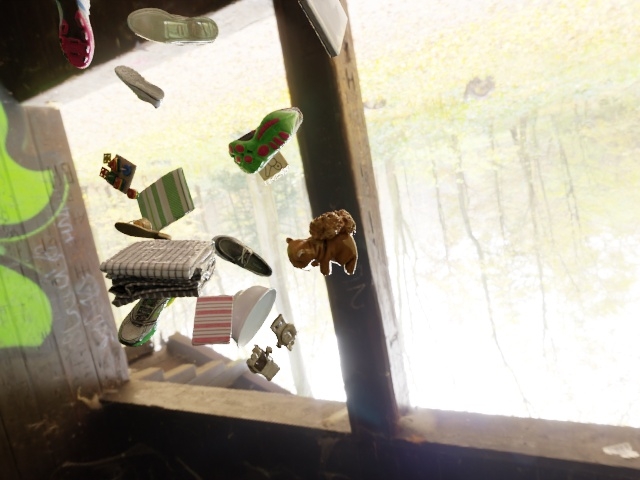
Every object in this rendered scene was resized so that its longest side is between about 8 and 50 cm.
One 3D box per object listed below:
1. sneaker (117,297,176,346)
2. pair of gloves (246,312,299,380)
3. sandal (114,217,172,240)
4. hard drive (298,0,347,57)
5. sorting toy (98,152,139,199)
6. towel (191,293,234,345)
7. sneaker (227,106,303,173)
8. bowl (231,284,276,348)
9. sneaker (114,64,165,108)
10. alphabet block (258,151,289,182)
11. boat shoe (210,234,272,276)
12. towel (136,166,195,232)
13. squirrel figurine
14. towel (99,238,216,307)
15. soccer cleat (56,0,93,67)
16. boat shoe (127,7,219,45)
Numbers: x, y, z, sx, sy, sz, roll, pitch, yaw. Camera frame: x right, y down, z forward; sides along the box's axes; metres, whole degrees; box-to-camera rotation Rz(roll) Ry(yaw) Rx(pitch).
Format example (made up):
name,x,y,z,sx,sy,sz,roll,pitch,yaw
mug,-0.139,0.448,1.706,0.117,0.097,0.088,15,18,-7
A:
name,x,y,z,sx,sy,sz,roll,pitch,yaw
sneaker,-0.680,0.255,1.595,0.134,0.146,0.344,23,-126,0
pair of gloves,-0.185,0.418,1.580,0.042,0.204,0.240,22,-111,39
sandal,-0.745,-0.056,1.711,0.240,0.079,0.088,23,139,-38
hard drive,0.000,-0.868,1.473,0.040,0.210,0.318,-1,155,30
sorting toy,-0.841,-0.280,1.669,0.274,0.132,0.046,30,-168,23
towel,-0.404,0.298,1.524,0.144,0.197,0.029,-1,149,-4
sneaker,-0.244,-0.443,1.811,0.482,0.185,0.202,-16,-157,46
bowl,-0.324,0.306,1.760,0.134,0.298,0.298,28,-161,13
sneaker,-0.829,-0.693,1.836,0.095,0.235,0.090,-33,-154,50
alphabet block,-0.321,-0.484,2.522,0.192,0.197,0.193,-33,-179,-1
boat shoe,-0.360,0.071,1.917,0.335,0.121,0.119,32,165,-30
towel,-0.752,-0.183,1.952,0.324,0.248,0.038,-27,167,25
squirrel figurine,0.000,0.000,2.232,0.370,0.397,0.281,-1,-148,-24
towel,-0.423,0.081,1.112,0.235,0.121,0.284,1,-165,-4
soccer cleat,-0.860,-0.795,1.434,0.116,0.331,0.143,6,-146,-6
boat shoe,-0.527,-0.759,1.459,0.305,0.109,0.091,-6,-166,-22
